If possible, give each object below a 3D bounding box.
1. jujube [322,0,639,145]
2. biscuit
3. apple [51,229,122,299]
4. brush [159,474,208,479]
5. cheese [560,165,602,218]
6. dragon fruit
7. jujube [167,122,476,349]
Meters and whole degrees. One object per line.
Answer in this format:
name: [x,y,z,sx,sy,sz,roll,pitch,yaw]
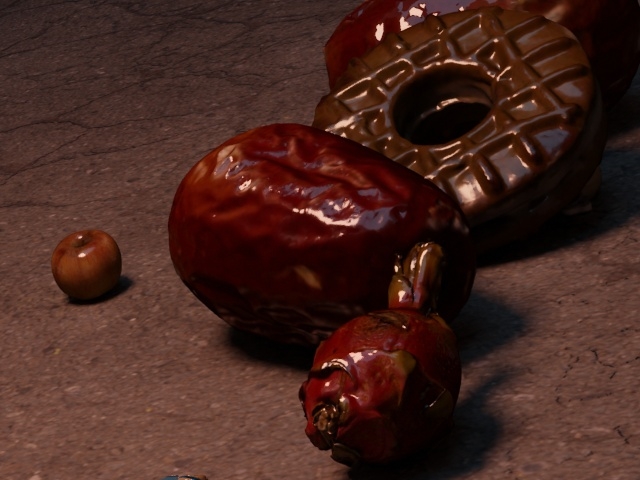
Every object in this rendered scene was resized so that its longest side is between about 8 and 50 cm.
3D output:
jujube: [0.197,-0.231,2.227,0.377,0.276,0.276,-24,18,7]
biscuit: [0.143,-0.116,1.970,0.332,0.103,0.332,-14,46,15]
apple: [-0.257,0.028,2.053,0.084,0.071,0.084,-13,27,7]
brush: [-0.171,0.216,1.553,0.164,0.014,0.051,-8,19,18]
cheese: [0.252,-0.057,1.990,0.092,0.047,0.171,-8,20,17]
dragon fruit: [0.064,0.089,1.541,0.125,0.125,0.246,-10,42,28]
jujube: [0.000,0.000,1.769,0.223,0.223,0.318,-27,27,-35]
